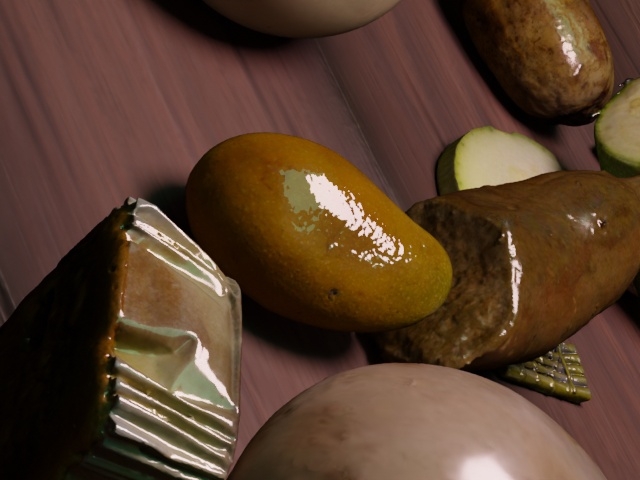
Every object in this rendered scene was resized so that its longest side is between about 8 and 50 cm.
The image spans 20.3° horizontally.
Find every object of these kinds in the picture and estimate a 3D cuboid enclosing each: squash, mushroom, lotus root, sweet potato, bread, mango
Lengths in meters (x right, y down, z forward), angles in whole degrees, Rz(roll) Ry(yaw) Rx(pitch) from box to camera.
[{"bbox_3d":[0.358,0.005,1.783,0.203,0.111,0.289,-114,180,-57],"label":"squash"},{"bbox_3d":[0.037,0.254,1.062,0.362,0.294,0.362,11,77,-55],"label":"mushroom"},{"bbox_3d":[0.224,-0.239,1.905,0.145,0.128,0.260,14,50,-63],"label":"lotus root"},{"bbox_3d":[0.183,0.020,1.546,0.369,0.158,0.158,-15,68,-46],"label":"sweet potato"},{"bbox_3d":[-0.135,0.097,1.042,0.110,0.192,0.210,29,37,-25],"label":"bread"},{"bbox_3d":[0.198,-0.014,1.726,0.219,0.041,0.219,27,41,-26],"label":"squash"},{"bbox_3d":[0.000,0.000,1.375,0.227,0.099,0.136,27,66,-15],"label":"mango"}]

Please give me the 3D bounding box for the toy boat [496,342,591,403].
[{"bbox_3d":[0.196,0.108,1.606,0.115,0.016,0.063,19,43,-40],"label":"toy boat"}]

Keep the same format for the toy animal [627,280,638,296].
[{"bbox_3d":[0.332,-0.002,1.829,0.091,0.082,0.114,36,35,-20],"label":"toy animal"}]

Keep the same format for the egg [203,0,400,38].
[{"bbox_3d":[-0.017,-0.286,1.569,0.269,0.219,0.219,-9,64,-52],"label":"egg"}]
